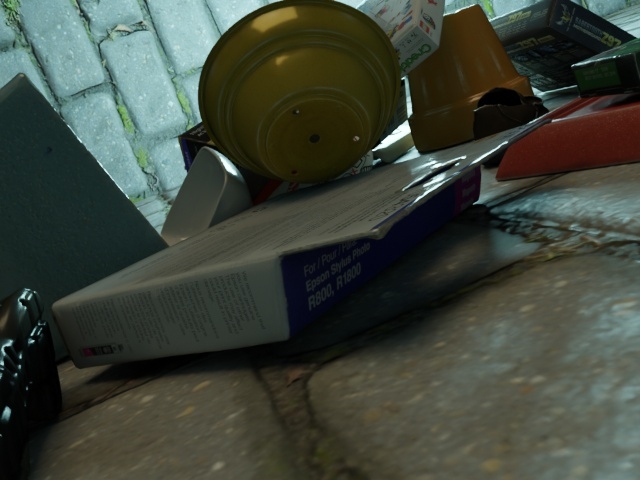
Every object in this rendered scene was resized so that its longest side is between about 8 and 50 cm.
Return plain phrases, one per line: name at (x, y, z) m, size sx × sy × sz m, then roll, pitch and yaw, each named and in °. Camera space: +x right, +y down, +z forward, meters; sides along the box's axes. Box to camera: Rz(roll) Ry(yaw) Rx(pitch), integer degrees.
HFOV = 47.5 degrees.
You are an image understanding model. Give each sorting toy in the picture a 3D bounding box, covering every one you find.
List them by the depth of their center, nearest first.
sorting toy at (0.061, -0.172, 1.299) m, size 0.208 × 0.038 × 0.193 m, roll 9°, pitch 25°, yaw 27°

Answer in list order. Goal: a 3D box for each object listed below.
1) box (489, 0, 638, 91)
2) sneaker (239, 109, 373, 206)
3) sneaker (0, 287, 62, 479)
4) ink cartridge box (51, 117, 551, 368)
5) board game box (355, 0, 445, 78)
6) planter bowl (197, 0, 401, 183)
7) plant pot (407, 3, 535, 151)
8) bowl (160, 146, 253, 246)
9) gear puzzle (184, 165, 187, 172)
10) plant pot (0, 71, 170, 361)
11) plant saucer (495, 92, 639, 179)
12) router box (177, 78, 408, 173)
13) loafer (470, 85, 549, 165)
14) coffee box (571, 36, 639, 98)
box at (0.380, -0.319, 1.207) m, size 0.183 × 0.059 × 0.232 m, roll 18°, pitch -4°, yaw -21°
sneaker at (-0.051, -0.050, 0.938) m, size 0.145 × 0.090 × 0.270 m, roll 14°, pitch -46°, yaw -41°
sneaker at (-0.236, 0.098, 0.471) m, size 0.106 × 0.101 × 0.267 m, roll -11°, pitch 10°, yaw -9°
ink cartridge box at (0.000, 0.000, 0.616) m, size 0.330 × 0.071 × 0.324 m, roll -11°, pitch 12°, yaw 38°
board game box at (0.106, -0.328, 1.121) m, size 0.193 × 0.053 × 0.305 m, roll -35°, pitch 27°, yaw 38°
planter bowl at (-0.012, -0.125, 0.738) m, size 0.217 × 0.217 × 0.090 m, roll -20°, pitch 43°, yaw 4°
plant pot at (0.222, -0.267, 1.172) m, size 0.205 × 0.188 × 0.205 m, roll -20°, pitch 11°, yaw 4°
bowl at (-0.130, -0.028, 0.853) m, size 0.053 × 0.142 × 0.142 m, roll 20°, pitch 15°, yaw -28°
gear puzzle at (-0.109, -0.223, 1.401) m, size 0.339 × 0.044 × 0.175 m, roll -29°, pitch 9°, yaw -13°
plant pot at (-0.335, 0.013, 0.766) m, size 0.252 × 0.248 × 0.247 m, roll -41°, pitch 17°, yaw -16°
plant saucer at (0.339, -0.137, 0.714) m, size 0.258 × 0.048 × 0.259 m, roll -28°, pitch 14°, yaw -31°
router box at (-0.037, -0.184, 1.190) m, size 0.243 × 0.081 × 0.309 m, roll 16°, pitch 42°, yaw 32°
loafer at (0.240, -0.158, 0.907) m, size 0.080 × 0.078 × 0.220 m, roll -15°, pitch 13°, yaw 26°
coffee box at (0.354, -0.191, 0.708) m, size 0.184 × 0.040 × 0.113 m, roll -22°, pitch 11°, yaw -7°
